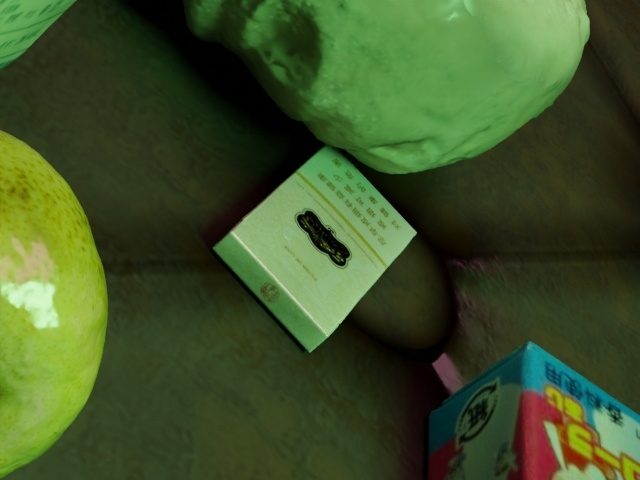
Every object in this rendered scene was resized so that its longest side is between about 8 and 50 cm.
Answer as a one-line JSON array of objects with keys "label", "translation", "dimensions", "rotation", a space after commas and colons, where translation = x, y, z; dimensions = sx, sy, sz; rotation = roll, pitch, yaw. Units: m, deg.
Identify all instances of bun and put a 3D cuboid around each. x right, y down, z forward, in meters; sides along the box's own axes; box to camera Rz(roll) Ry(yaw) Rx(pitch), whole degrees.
[{"label": "bun", "translation": [0.017, -0.210, 1.196], "dimensions": [0.360, 0.211, 0.359], "rotation": [38, 32, -29]}]

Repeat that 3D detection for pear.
[{"label": "pear", "translation": [-0.180, 0.024, 0.768], "dimensions": [0.178, 0.178, 0.178], "rotation": [31, 37, -26]}]

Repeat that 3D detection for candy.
[{"label": "candy", "translation": [0.147, 0.221, 1.004], "dimensions": [0.157, 0.100, 0.306], "rotation": [35, 36, -22]}]

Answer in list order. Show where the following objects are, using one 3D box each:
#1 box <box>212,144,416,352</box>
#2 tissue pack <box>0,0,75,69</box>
[{"label": "box", "translation": [0.000, 0.000, 1.125], "dimensions": [0.090, 0.024, 0.167], "rotation": [47, 33, -2]}, {"label": "tissue pack", "translation": [-0.207, -0.183, 0.742], "dimensions": [0.207, 0.297, 0.380], "rotation": [49, 15, 0]}]
